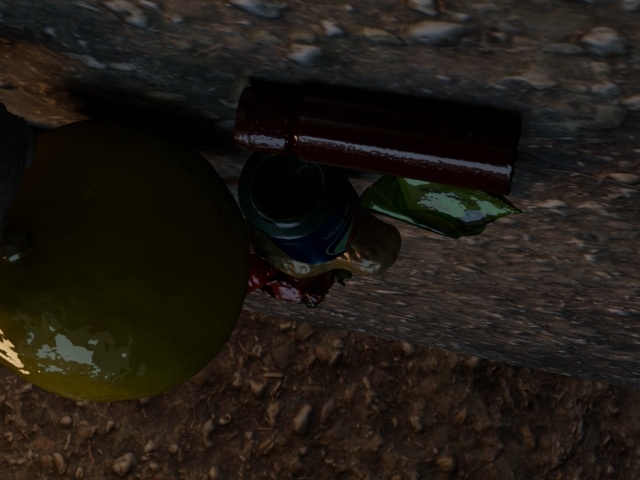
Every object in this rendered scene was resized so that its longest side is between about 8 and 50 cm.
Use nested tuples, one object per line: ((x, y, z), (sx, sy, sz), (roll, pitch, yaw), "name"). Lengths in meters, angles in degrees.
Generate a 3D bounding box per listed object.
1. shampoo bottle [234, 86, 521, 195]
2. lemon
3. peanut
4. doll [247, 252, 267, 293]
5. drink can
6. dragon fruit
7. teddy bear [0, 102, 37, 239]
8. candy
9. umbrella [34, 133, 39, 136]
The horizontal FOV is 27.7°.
((0.052, -0.094, 1.205), (0.260, 0.064, 0.102), (9, 172, 10), "shampoo bottle")
((-0.244, 0.022, 1.457), (0.348, 0.348, 0.348), (11, 171, 2), "lemon")
((0.000, 0.000, 1.742), (0.226, 0.108, 0.095), (6, 165, 19), "peanut")
((-0.233, 0.083, 1.679), (0.336, 0.200, 0.105), (-30, -164, -17), "doll")
((-0.018, -0.041, 1.471), (0.118, 0.118, 0.205), (9, 172, 11), "drink can")
((-0.052, 0.036, 1.999), (0.175, 0.142, 0.138), (50, -179, -44), "dragon fruit")
((-0.414, -0.094, 1.249), (0.267, 0.236, 0.151), (23, -178, 7), "teddy bear")
((0.131, -0.050, 1.389), (0.149, 0.069, 0.246), (17, 176, -5), "candy")
((-0.463, -0.118, 1.614), (0.326, 0.094, 0.090), (13, 157, -18), "umbrella")
